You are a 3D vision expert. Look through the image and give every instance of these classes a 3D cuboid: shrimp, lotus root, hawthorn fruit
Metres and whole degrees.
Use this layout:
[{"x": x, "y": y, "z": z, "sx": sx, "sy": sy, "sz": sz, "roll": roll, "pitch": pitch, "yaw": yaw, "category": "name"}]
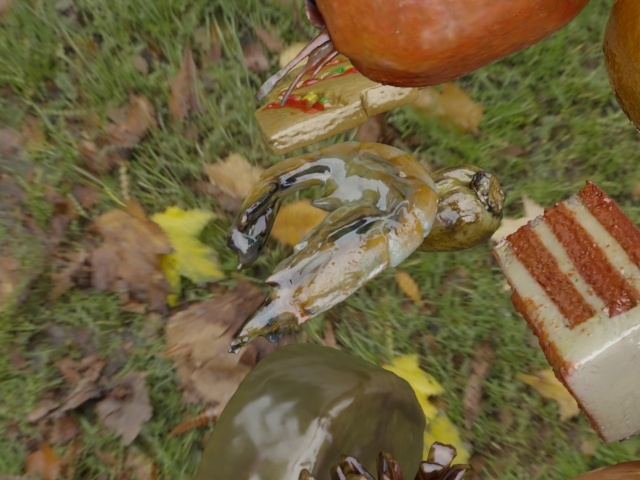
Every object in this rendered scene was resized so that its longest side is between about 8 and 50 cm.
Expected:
[{"x": -0.010, "y": -0.012, "z": 1.193, "sx": 0.254, "sy": 0.059, "sz": 0.145, "roll": -34, "pitch": 66, "yaw": -24, "category": "shrimp"}, {"x": 0.123, "y": -0.033, "z": 1.632, "sx": 0.191, "sy": 0.108, "sz": 0.094, "roll": -9, "pitch": 112, "yaw": 29, "category": "lotus root"}, {"x": 0.066, "y": -0.199, "z": 0.973, "sx": 0.299, "sy": 0.211, "sz": 0.211, "roll": -40, "pitch": 90, "yaw": 2, "category": "hawthorn fruit"}]

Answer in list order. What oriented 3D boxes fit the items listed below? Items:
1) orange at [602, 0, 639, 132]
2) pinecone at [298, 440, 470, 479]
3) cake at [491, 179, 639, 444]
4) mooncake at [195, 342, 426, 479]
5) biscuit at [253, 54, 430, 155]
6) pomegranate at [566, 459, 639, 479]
[{"x": 0.300, "y": -0.134, "z": 0.976, "sx": 0.206, "sy": 0.206, "sz": 0.206, "roll": 0, "pitch": 89, "yaw": -2, "category": "orange"}, {"x": 0.046, "y": 0.271, "z": 1.014, "sx": 0.264, "sy": 0.264, "sz": 0.264, "roll": 0, "pitch": 89, "yaw": -2, "category": "pinecone"}, {"x": 0.270, "y": 0.050, "z": 1.398, "sx": 0.158, "sy": 0.159, "sz": 0.262, "roll": -34, "pitch": 64, "yaw": 4, "category": "cake"}, {"x": -0.001, "y": 0.262, "z": 1.557, "sx": 0.156, "sy": 0.284, "sz": 0.284, "roll": 17, "pitch": 88, "yaw": 33, "category": "mooncake"}, {"x": 0.020, "y": -0.143, "z": 1.321, "sx": 0.212, "sy": 0.239, "sz": 0.041, "roll": 0, "pitch": 116, "yaw": 37, "category": "biscuit"}, {"x": 0.311, "y": 0.304, "z": 1.176, "sx": 0.338, "sy": 0.338, "sz": 0.338, "roll": 0, "pitch": 89, "yaw": -2, "category": "pomegranate"}]
